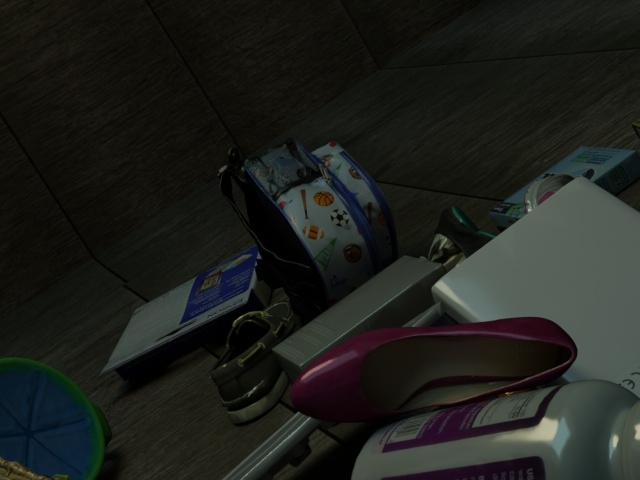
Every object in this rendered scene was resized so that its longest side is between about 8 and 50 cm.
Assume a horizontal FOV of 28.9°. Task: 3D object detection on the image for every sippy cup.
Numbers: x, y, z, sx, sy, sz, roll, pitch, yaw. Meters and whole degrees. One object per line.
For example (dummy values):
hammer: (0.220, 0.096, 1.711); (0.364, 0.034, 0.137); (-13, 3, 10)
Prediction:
sippy cup: (-0.469, 0.325, 1.807); (0.224, 0.305, 0.240); (-43, 30, 34)

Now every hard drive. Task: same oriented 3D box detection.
hard drive: (0.287, 0.078, 1.178); (0.210, 0.040, 0.319); (-35, 46, -15)

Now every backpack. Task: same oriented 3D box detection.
backpack: (0.000, 0.000, 1.872); (0.213, 0.276, 0.263); (-26, 46, -6)

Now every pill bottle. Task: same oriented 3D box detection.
pill bottle: (0.185, 0.207, 1.018); (0.302, 0.169, 0.169); (-18, 19, 40)

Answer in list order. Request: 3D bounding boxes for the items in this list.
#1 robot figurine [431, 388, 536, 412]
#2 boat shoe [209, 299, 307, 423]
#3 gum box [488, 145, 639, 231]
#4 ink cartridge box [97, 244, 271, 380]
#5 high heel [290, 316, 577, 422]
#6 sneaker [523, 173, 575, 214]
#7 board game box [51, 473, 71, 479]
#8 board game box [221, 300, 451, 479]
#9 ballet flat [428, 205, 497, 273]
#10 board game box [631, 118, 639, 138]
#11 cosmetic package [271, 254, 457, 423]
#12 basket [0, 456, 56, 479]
robot figurine: (0.210, 0.134, 1.286); (0.219, 0.128, 0.158); (-29, 42, 5)
boat shoe: (-0.089, 0.157, 1.857); (0.109, 0.091, 0.305); (-25, 16, 20)
gum box: (0.359, -0.071, 1.817); (0.184, 0.041, 0.157); (-35, 16, -11)
ink cartridge box: (-0.229, 0.141, 2.240); (0.304, 0.072, 0.307); (-27, 18, 12)
high heel: (0.098, 0.116, 1.077); (0.244, 0.082, 0.117); (-6, 0, -9)
sneaker: (0.330, -0.014, 1.606); (0.111, 0.103, 0.252); (-20, 25, 23)
board game box: (-0.384, 0.403, 1.638); (0.181, 0.092, 0.043); (-41, 18, -32)
board game box: (-0.043, 0.236, 1.300); (0.390, 0.050, 0.390); (-40, -3, -15)
ballet flat: (0.203, 0.019, 1.744); (0.096, 0.095, 0.280); (-43, 15, 1)
board game box: (0.560, -0.175, 1.727); (0.194, 0.060, 0.194); (-30, 15, 2)
cosmetic package: (0.068, 0.125, 1.643); (0.238, 0.107, 0.127); (-32, 14, -12)
basket: (-0.380, 0.376, 1.479); (0.299, 0.223, 0.213); (15, 70, 33)
